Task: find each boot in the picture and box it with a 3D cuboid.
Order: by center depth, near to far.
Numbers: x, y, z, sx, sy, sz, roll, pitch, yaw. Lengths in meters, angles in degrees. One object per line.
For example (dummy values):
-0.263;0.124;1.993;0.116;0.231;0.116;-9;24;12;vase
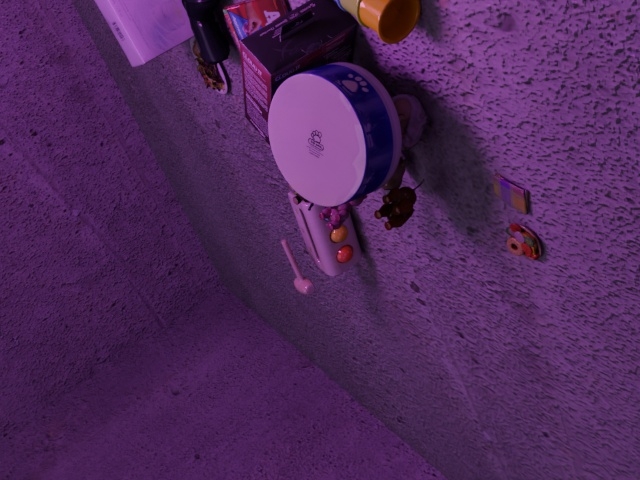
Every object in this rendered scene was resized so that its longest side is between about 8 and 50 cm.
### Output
-0.292;-0.573;2.054;0.246;0.094;0.207;38;153;60;boot

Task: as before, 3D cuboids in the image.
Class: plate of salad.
-0.350;-0.531;2.367;0.200;0.048;0.200;47;160;22;plate of salad

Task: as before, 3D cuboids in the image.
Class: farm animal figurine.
0.095;-0.179;1.646;0.330;0.172;0.327;22;126;38;farm animal figurine

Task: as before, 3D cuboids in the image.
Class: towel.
0.348;-0.085;1.411;0.083;0.009;0.060;39;157;44;towel

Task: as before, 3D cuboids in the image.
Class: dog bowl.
0.023;-0.203;1.491;0.264;0.104;0.265;23;125;37;dog bowl

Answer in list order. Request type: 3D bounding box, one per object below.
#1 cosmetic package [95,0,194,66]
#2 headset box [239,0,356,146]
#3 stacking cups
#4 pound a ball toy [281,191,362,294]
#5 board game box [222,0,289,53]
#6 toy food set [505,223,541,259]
-0.480;-0.649;2.200;0.138;0.224;0.224;14;136;61;cosmetic package
-0.047;-0.357;1.606;0.110;0.218;0.293;49;162;18;headset box
0.040;-0.460;1.394;0.316;0.096;0.096;42;158;35;stacking cups
0.000;0.000;2.145;0.135;0.208;0.319;37;154;45;pound a ball toy
-0.108;-0.429;1.805;0.145;0.027;0.281;-10;124;21;board game box
0.383;0.003;1.460;0.083;0.020;0.083;36;154;47;toy food set
